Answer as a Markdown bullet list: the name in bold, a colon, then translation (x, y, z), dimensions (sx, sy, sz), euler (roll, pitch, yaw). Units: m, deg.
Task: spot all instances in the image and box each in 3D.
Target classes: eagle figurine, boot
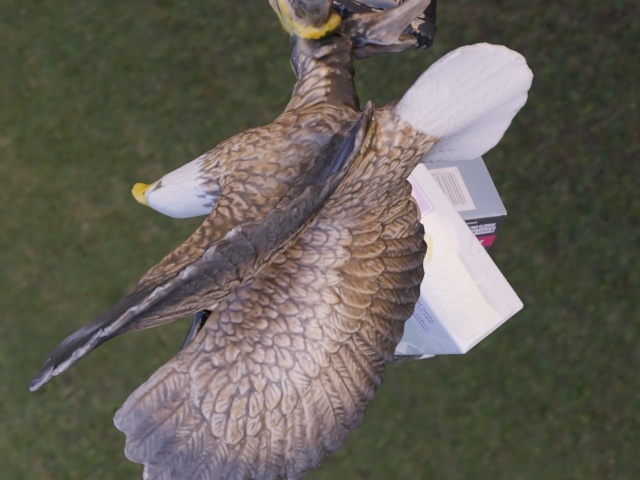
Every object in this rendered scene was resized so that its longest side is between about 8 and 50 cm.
- **eagle figurine**: translation (-0.029, -0.008, 1.026), dimensions (0.226, 0.298, 0.225), euler (23, 152, -21)
- **boot**: translation (0.038, -0.195, 1.252), dimensions (0.121, 0.099, 0.045), euler (14, 163, -8)

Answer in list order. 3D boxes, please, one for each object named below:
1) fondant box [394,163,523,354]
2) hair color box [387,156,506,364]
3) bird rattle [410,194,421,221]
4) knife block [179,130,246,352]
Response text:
- **fondant box**: translation (0.085, 0.014, 2.092), dimensions (0.238, 0.096, 0.330), euler (54, 166, -5)
- **hair color box**: translation (0.120, 0.042, 2.605), dimensions (0.374, 0.185, 0.113), euler (111, 145, -52)
- **bird rattle**: translation (0.000, 0.000, 1.668), dimensions (0.143, 0.207, 0.253), euler (60, 152, 3)
- **knife block**: translation (-0.090, 0.045, 1.992), dimensions (0.088, 0.242, 0.275), euler (9, 124, 47)
